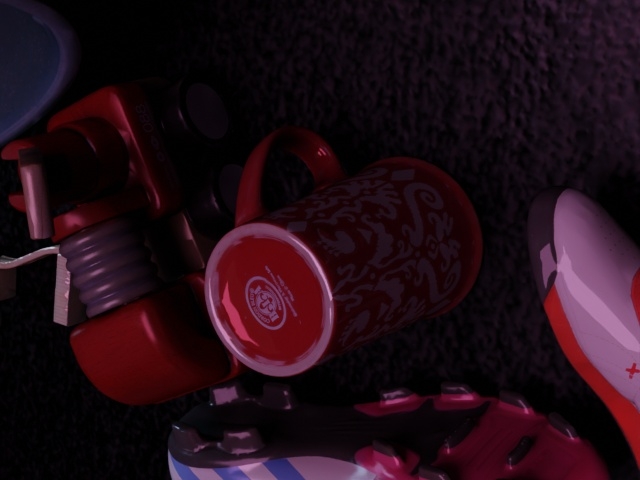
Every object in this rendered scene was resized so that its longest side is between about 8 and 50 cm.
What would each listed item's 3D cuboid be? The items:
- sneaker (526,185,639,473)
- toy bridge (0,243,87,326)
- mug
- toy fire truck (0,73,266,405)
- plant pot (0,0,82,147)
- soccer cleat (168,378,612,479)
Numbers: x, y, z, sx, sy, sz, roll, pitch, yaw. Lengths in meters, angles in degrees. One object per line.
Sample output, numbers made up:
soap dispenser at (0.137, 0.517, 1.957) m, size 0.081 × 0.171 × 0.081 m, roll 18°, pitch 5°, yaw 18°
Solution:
sneaker at (0.231, 0.073, 0.714) m, size 0.145 × 0.090 × 0.270 m, roll -23°, pitch 94°, yaw 39°
toy bridge at (-0.198, 0.035, 1.020) m, size 0.188 × 0.026 × 0.063 m, roll 15°, pitch 108°, yaw 29°
mug at (-0.001, 0.009, 0.800) m, size 0.150 × 0.169 × 0.113 m, roll 28°, pitch 116°, yaw 24°
toy fire truck at (-0.131, 0.006, 0.835) m, size 0.158 × 0.246 × 0.217 m, roll -21°, pitch 90°, yaw 35°
plant pot at (-0.371, -0.219, 0.814) m, size 0.341 × 0.341 × 0.334 m, roll -29°, pitch 78°, yaw 35°
soccer cleat at (0.045, 0.175, 0.863) m, size 0.331 × 0.116 × 0.143 m, roll 2°, pitch 119°, yaw 35°
